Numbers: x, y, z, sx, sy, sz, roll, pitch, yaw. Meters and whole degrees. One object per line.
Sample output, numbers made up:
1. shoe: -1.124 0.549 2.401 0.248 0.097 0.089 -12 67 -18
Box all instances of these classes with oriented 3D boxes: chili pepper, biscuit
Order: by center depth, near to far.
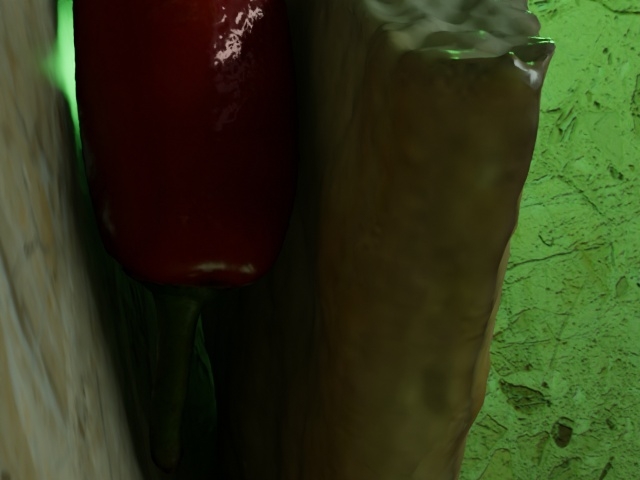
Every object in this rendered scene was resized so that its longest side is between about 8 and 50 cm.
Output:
1. chili pepper: -0.061 -0.097 0.745 0.137 0.091 0.368 102 -15 -60
2. biscuit: -0.001 0.000 0.882 0.429 0.104 0.446 -104 -161 -53
